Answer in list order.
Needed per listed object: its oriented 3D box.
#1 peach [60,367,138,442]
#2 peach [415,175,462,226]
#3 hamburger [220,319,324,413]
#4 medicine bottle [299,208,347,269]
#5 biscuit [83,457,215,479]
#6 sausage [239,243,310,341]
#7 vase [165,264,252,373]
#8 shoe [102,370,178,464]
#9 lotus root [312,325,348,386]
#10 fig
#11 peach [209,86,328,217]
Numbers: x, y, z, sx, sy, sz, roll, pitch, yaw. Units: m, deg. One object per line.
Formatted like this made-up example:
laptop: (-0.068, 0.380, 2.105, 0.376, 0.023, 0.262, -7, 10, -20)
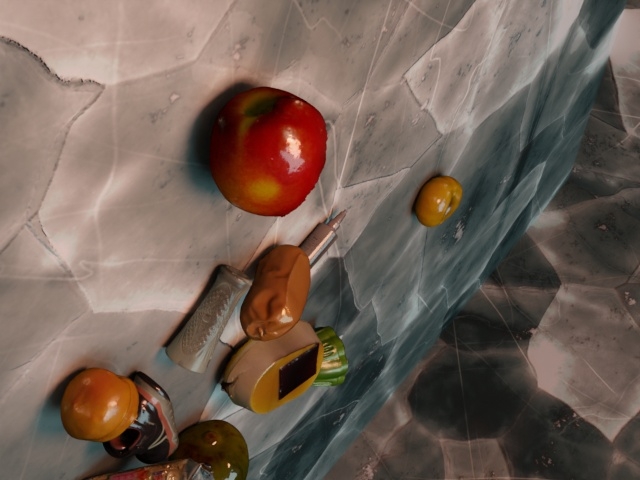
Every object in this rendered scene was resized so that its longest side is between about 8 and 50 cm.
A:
peach: (-0.399, 0.298, 1.195, 0.138, 0.138, 0.138, -41, 153, -26)
peach: (0.363, -0.119, 2.052, 0.179, 0.103, 0.179, -40, 155, -23)
hamburger: (-0.122, 0.315, 1.704, 0.295, 0.151, 0.227, -12, 128, -46)
medicine bottle: (0.000, 0.000, 1.609, 0.199, 0.057, 0.057, -50, 156, -11)
biscuit: (-0.389, 0.550, 1.467, 0.309, 0.079, 0.186, -6, 146, -9)
sausage: (-0.094, 0.109, 1.435, 0.120, 0.136, 0.241, 59, 33, -32)
vase: (-0.225, 0.159, 1.374, 0.219, 0.096, 0.096, -59, 156, 5)
shoe: (-0.380, 0.402, 1.381, 0.137, 0.114, 0.291, -41, 151, -38)
lotus root: (-0.037, 0.349, 1.911, 0.186, 0.186, 0.186, -41, 153, -26)
fig: (-0.280, 0.580, 1.680, 0.203, 0.203, 0.225, -29, 128, -43)
peach: (-0.082, -0.141, 1.111, 0.196, 0.190, 0.226, -54, 153, -29)
